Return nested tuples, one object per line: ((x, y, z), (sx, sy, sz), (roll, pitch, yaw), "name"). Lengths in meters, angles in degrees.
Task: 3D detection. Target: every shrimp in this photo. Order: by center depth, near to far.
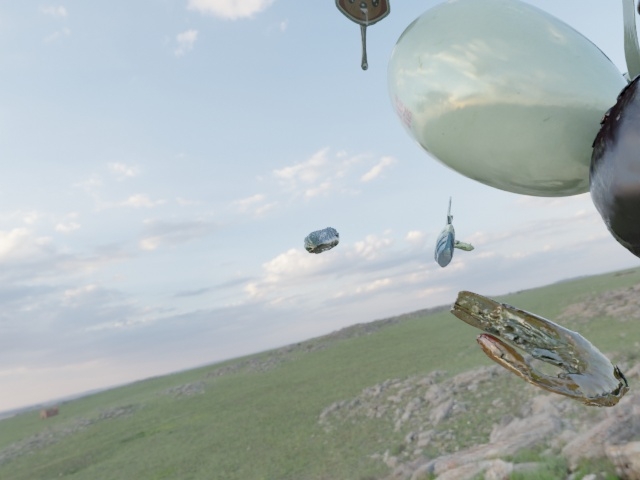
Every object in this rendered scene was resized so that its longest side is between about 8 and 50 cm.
((0.292, 0.153, 0.641), (0.253, 0.058, 0.173), (24, 26, 30), "shrimp")

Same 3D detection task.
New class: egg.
((0.241, -0.195, 0.617), (0.229, 0.371, 0.230), (-22, -42, -22), "egg")

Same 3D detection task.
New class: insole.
((0.479, -0.314, 0.698), (0.002, 0.153, 0.053), (-13, 20, 14), "insole")

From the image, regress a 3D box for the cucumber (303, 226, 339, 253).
((-0.001, 0.001, 1.375), (0.077, 0.077, 0.265), (-16, -1, 18), "cucumber")

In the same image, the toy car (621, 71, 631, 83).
((0.662, -0.263, 1.027), (0.090, 0.076, 0.224), (-28, -41, -35), "toy car")

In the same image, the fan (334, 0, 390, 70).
((0.082, -0.443, 0.870), (0.131, 0.220, 0.009), (-11, 16, -29), "fan")

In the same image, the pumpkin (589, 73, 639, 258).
((0.352, -0.071, 0.368), (0.232, 0.163, 0.233), (-1, -36, -1), "pumpkin")

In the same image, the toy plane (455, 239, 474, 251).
((0.439, 0.016, 1.413), (0.083, 0.033, 0.080), (4, -2, 31), "toy plane")

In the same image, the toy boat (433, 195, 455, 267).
((0.229, -0.011, 0.848), (0.034, 0.106, 0.149), (7, 31, 6), "toy boat")

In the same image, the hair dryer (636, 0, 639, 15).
((0.714, -0.589, 0.899), (0.229, 0.267, 0.092), (-18, 12, -19), "hair dryer")
